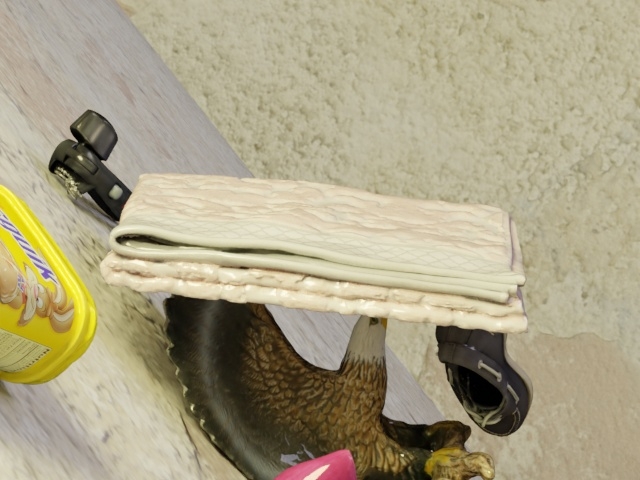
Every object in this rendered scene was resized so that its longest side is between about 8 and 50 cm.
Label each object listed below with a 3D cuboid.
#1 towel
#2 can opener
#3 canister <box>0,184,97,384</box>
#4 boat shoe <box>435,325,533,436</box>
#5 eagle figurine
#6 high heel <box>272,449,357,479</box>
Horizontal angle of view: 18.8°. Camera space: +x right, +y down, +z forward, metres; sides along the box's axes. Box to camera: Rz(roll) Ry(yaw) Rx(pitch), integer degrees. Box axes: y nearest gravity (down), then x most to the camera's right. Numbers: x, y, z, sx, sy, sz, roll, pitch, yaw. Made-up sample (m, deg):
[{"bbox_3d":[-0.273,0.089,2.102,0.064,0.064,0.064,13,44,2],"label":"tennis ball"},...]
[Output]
[{"bbox_3d":[0.000,0.000,1.570,0.331,0.053,0.317,7,11,0],"label":"towel"},{"bbox_3d":[-0.194,-0.049,1.778,0.059,0.073,0.186,44,-9,29],"label":"can opener"},{"bbox_3d":[-0.205,0.010,1.067,0.126,0.073,0.170,52,6,20],"label":"canister"},{"bbox_3d":[0.130,0.121,1.625,0.075,0.065,0.206,10,-30,19],"label":"boat shoe"},{"bbox_3d":[-0.009,0.132,1.634,0.298,0.225,0.226,22,-38,-4],"label":"eagle figurine"},{"bbox_3d":[0.023,0.224,1.333,0.244,0.117,0.082,47,6,-45],"label":"high heel"}]
